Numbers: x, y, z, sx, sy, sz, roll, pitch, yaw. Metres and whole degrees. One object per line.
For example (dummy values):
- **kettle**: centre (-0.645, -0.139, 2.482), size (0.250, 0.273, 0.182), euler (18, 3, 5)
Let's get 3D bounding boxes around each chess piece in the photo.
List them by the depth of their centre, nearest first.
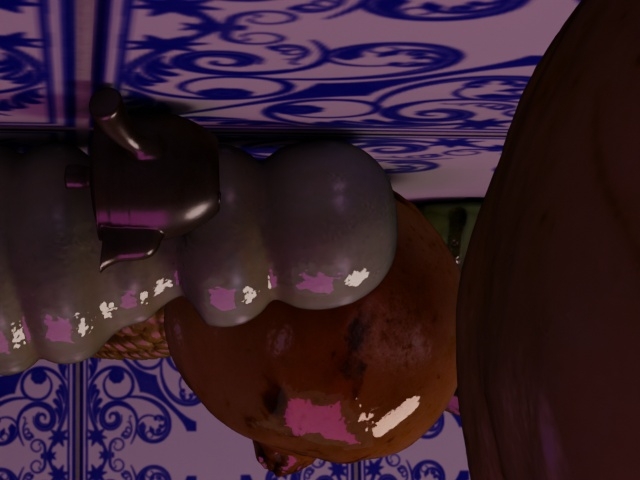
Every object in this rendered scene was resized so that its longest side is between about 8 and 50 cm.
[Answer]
- **chess piece**: centre (-0.077, -0.001, 0.917), size (0.243, 0.133, 0.133), euler (-6, 175, -2)

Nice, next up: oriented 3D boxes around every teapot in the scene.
- **teapot**: centre (-0.090, -0.034, 0.796), size (0.080, 0.085, 0.110), euler (-2, 155, -4)

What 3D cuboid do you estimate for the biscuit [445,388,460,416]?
- **biscuit**: centre (0.156, 0.067, 1.351), size (0.215, 0.182, 0.034), euler (-2, 153, -28)

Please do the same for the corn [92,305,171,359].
- **corn**: centre (-0.203, 0.038, 1.319), size (0.120, 0.120, 0.363), euler (5, 176, -44)

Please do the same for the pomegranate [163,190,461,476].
- **pomegranate**: centre (-0.004, 0.051, 1.090), size (0.209, 0.209, 0.209), euler (-1, 175, 0)

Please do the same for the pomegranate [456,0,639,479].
- **pomegranate**: centre (0.194, 0.049, 0.399), size (0.338, 0.338, 0.338), euler (-1, 175, 0)

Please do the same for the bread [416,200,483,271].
- **bread**: centre (0.121, 0.007, 1.265), size (0.130, 0.071, 0.139), euler (2, 175, 18)
